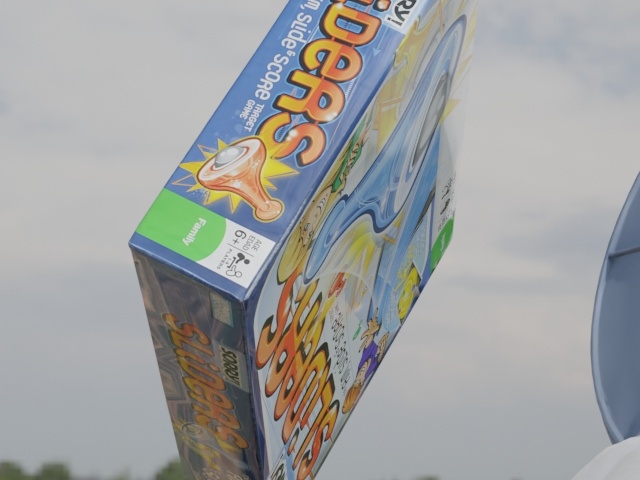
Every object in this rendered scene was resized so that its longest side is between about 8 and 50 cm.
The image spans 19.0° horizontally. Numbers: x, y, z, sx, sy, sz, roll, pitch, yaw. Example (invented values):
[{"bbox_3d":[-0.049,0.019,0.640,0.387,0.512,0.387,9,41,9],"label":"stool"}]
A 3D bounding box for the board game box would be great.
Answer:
[{"bbox_3d":[0.000,0.000,0.579,0.035,0.136,0.201,26,-23,13],"label":"board game box"}]

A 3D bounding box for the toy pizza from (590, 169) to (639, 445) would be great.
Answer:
[{"bbox_3d":[0.161,-0.004,0.622,0.032,0.201,0.201,28,-18,-21],"label":"toy pizza"}]

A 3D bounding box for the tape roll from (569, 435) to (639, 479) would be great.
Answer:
[{"bbox_3d":[0.158,0.186,0.527,0.286,0.286,0.100,-5,31,42],"label":"tape roll"}]
